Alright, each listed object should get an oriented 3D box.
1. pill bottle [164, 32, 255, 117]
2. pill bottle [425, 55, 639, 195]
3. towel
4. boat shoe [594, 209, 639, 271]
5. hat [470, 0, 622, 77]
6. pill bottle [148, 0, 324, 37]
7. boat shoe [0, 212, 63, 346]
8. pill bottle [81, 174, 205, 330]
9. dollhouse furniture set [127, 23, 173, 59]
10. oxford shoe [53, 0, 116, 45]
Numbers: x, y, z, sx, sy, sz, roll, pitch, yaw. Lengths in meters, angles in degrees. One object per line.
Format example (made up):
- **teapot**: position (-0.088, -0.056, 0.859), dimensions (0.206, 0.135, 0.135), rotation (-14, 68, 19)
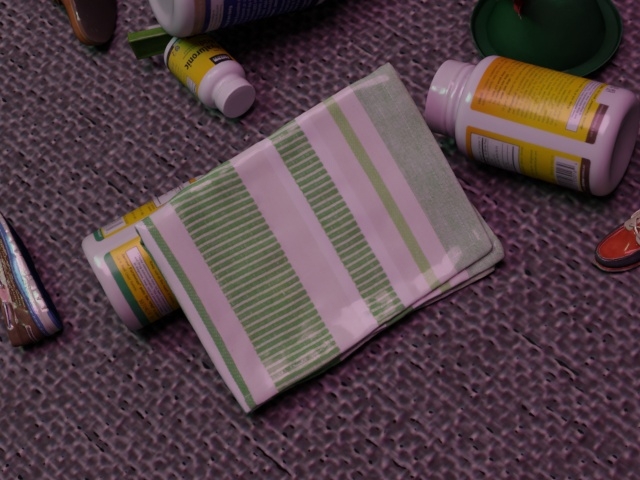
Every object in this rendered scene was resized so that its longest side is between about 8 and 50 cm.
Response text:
- **pill bottle**: position (-0.129, -0.197, 1.754), dimensions (0.065, 0.065, 0.116), rotation (-39, 59, -11)
- **pill bottle**: position (0.226, -0.130, 1.593), dimensions (0.215, 0.117, 0.117), rotation (19, 65, 23)
- **towel**: position (0.000, 0.000, 1.545), dimensions (0.324, 0.038, 0.248), rotation (-32, 92, -8)
- **boat shoe**: position (0.345, -0.014, 1.539), dimensions (0.137, 0.043, 0.049), rotation (-27, 59, -2)
- **hat**: position (0.252, -0.290, 1.632), dimensions (0.173, 0.184, 0.208), rotation (-17, 52, -4)
- **pill bottle**: position (-0.070, -0.339, 1.744), dimensions (0.264, 0.153, 0.153), rotation (-16, 55, -19)
- **boat shoe**: position (-0.356, 0.040, 1.665), dimensions (0.066, 0.066, 0.183), rotation (-30, 57, -4)
- **pill bottle**: position (-0.142, 0.001, 1.605), dimensions (0.208, 0.118, 0.118), rotation (-29, 57, -5)
- **dollhouse furniture set**: position (-0.207, -0.295, 1.826), dimensions (0.058, 0.076, 0.152), rotation (-12, 58, 6)
- **oxford shoe**: position (-0.316, -0.321, 1.886), dimensions (0.076, 0.076, 0.212), rotation (-36, 55, 27)
